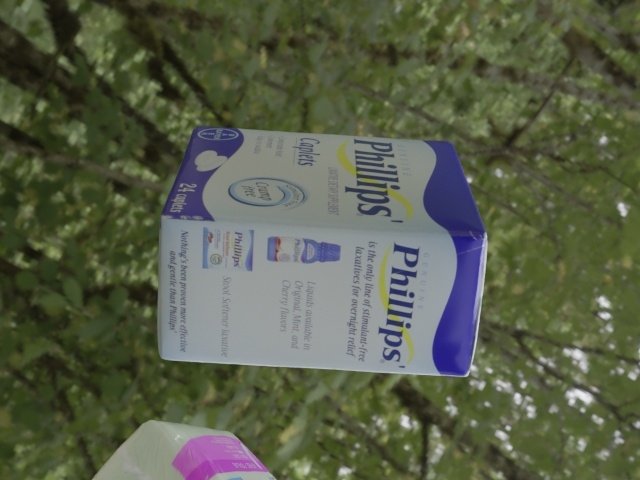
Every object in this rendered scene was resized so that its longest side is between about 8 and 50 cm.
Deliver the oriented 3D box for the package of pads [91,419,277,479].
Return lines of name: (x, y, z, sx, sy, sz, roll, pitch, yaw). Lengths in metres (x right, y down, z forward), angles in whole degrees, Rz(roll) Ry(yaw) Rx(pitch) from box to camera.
package of pads: (-0.051, 0.299, 0.934, 0.101, 0.296, 0.229, -46, 163, -3)

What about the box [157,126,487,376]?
box: (0.000, 0.000, 0.481, 0.126, 0.137, 0.072, -90, -176, -66)
